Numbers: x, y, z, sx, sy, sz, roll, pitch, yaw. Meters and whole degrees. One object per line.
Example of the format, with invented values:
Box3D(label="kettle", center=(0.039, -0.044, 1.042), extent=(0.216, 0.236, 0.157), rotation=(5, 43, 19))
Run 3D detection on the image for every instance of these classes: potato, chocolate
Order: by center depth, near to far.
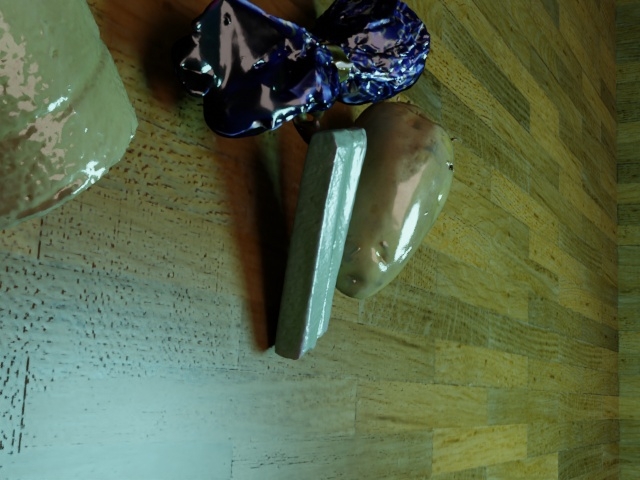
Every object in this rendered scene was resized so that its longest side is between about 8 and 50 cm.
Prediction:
Box3D(label="chocolate", center=(-0.012, -0.156, 0.805), extent=(0.343, 0.126, 0.148), rotation=(-30, 127, -58))
Box3D(label="potato", center=(0.075, -0.052, 0.948), extent=(0.234, 0.128, 0.161), rotation=(-56, 147, -44))

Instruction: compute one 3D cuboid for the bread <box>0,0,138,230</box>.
Box3D(label="bread", center=(-0.184, -0.093, 0.461), extent=(0.148, 0.134, 0.141), rotation=(-76, 151, -54))

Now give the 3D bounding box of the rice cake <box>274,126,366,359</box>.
Box3D(label="rice cake", center=(-0.001, 0.001, 0.841), extent=(0.080, 0.042, 0.221), rotation=(-27, 130, -66))
